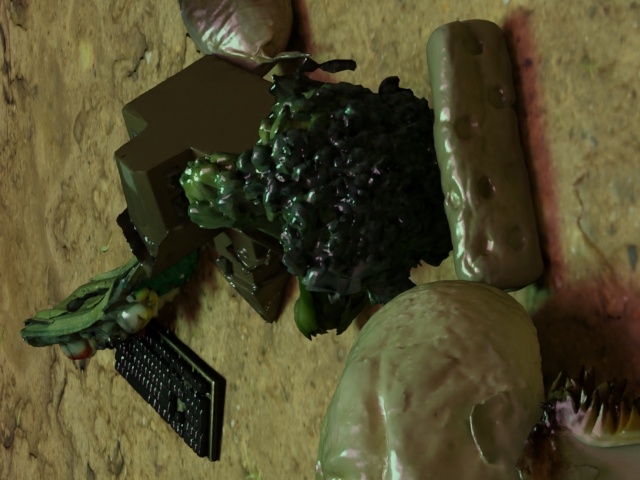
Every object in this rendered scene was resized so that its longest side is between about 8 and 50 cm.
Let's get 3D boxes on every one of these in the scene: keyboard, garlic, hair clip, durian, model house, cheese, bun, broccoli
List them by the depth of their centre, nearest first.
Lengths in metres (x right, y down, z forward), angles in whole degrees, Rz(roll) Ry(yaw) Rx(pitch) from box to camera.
[{"bbox_3d":[0.178,0.184,0.787,0.144,0.139,0.252,-28,59,57],"label":"durian"},{"bbox_3d":[0.072,0.148,0.932,0.244,0.153,0.244,-9,-90,-86],"label":"bun"},{"bbox_3d":[0.111,-0.059,1.003,0.043,0.065,0.194,-25,67,57],"label":"cheese"},{"bbox_3d":[-0.016,-0.003,1.113,0.275,0.198,0.177,128,141,-52],"label":"broccoli"},{"bbox_3d":[-0.085,-0.008,1.319,0.181,0.176,0.248,27,142,43],"label":"model house"},{"bbox_3d":[-0.068,-0.219,1.352,0.128,0.090,0.198,-40,50,42],"label":"garlic"},{"bbox_3d":[-0.220,0.070,1.632,0.091,0.138,0.321,56,145,-6],"label":"hair clip"},{"bbox_3d":[-0.180,0.150,1.659,0.317,0.027,0.106,-152,63,-62],"label":"keyboard"}]
